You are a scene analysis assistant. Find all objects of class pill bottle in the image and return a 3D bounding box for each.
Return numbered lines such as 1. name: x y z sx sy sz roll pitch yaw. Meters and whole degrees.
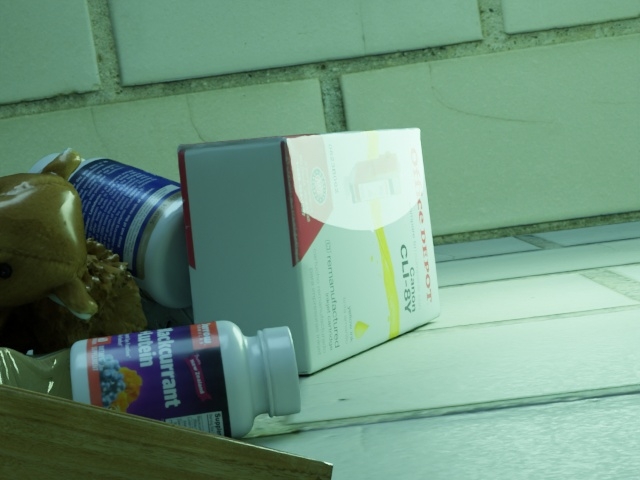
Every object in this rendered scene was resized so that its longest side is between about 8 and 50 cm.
1. pill bottle: -0.258 -0.021 1.540 0.265 0.153 0.153 20 18 31
2. pill bottle: -0.119 0.129 1.060 0.194 0.108 0.108 -8 3 -7

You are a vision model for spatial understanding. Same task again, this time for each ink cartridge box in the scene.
1. ink cartridge box: 0.000 0.000 1.532 0.160 0.279 0.385 -4 4 29

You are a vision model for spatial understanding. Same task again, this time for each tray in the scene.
1. tray: -0.219 0.107 0.663 0.411 0.076 0.203 20 -12 -31

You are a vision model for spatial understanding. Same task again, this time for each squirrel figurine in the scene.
1. squirrel figurine: -0.370 0.031 1.360 0.370 0.281 0.397 -22 -23 33

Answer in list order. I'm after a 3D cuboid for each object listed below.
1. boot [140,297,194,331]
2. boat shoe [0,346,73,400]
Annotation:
1. boot: -0.217 0.104 1.602 0.258 0.123 0.095 44 1 37
2. boat shoe: -0.315 0.156 1.174 0.092 0.102 0.285 -12 -2 15
